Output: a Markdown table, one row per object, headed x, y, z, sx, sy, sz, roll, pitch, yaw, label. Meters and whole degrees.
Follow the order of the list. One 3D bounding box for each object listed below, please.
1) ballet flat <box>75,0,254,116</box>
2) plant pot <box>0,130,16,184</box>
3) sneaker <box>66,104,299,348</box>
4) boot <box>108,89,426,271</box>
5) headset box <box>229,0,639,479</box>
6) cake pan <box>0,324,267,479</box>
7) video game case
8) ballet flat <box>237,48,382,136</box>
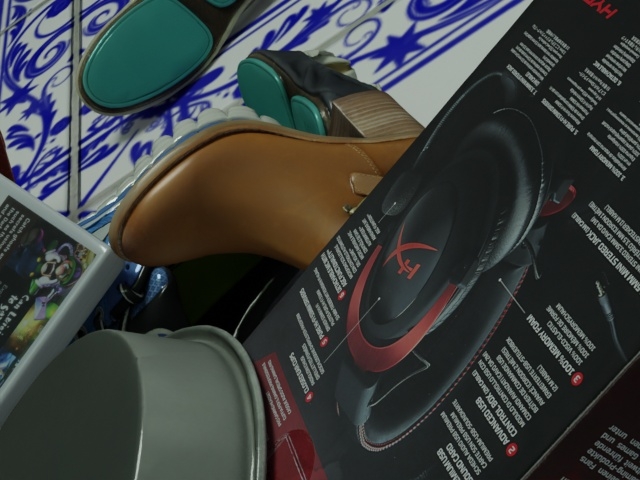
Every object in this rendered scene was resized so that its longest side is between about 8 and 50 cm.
| x | y | z | sx | sy | sz | roll | pitch | yaw | label |
| --- | --- | --- | --- | --- | --- | --- | --- | --- | --- |
| -0.109 | -0.195 | 1.214 | 0.248 | 0.086 | 0.086 | -43 | 31 | -8 | ballet flat |
| -0.333 | 0.004 | 1.008 | 0.236 | 0.267 | 0.267 | -19 | 27 | -16 | plant pot |
| -0.130 | 0.051 | 0.860 | 0.330 | 0.130 | 0.147 | -42 | 29 | -3 | sneaker |
| 0.000 | 0.000 | 0.761 | 0.197 | 0.073 | 0.152 | -24 | 54 | -16 | boot |
| 0.088 | 0.047 | 0.600 | 0.293 | 0.110 | 0.218 | -50 | 29 | 12 | headset box |
| -0.126 | 0.167 | 0.676 | 0.293 | 0.054 | 0.293 | -45 | 30 | 35 | cake pan |
| -0.224 | 0.051 | 0.840 | 0.173 | 0.022 | 0.190 | 30 | 82 | 38 | video game case |
| 0.002 | -0.093 | 0.970 | 0.074 | 0.074 | 0.203 | -42 | 25 | -4 | ballet flat |
